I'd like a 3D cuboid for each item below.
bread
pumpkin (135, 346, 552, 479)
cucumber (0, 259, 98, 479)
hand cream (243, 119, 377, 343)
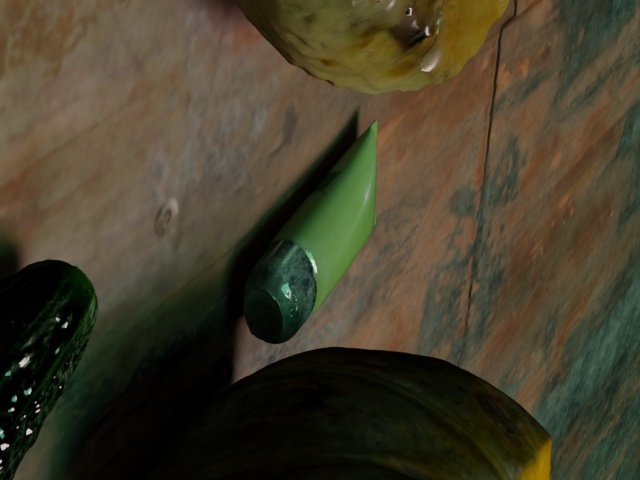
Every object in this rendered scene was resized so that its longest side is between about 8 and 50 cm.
[{"bbox_3d":[0.027,-0.198,0.884,0.244,0.134,0.244,-42,144,-41],"label":"bread"},{"bbox_3d":[-0.008,0.218,0.981,0.225,0.256,0.303,-19,117,-61],"label":"pumpkin"},{"bbox_3d":[-0.179,0.100,0.744,0.241,0.074,0.074,-57,153,-30],"label":"cucumber"},{"bbox_3d":[0.000,0.000,1.086,0.175,0.046,0.095,-54,151,-45],"label":"hand cream"}]
